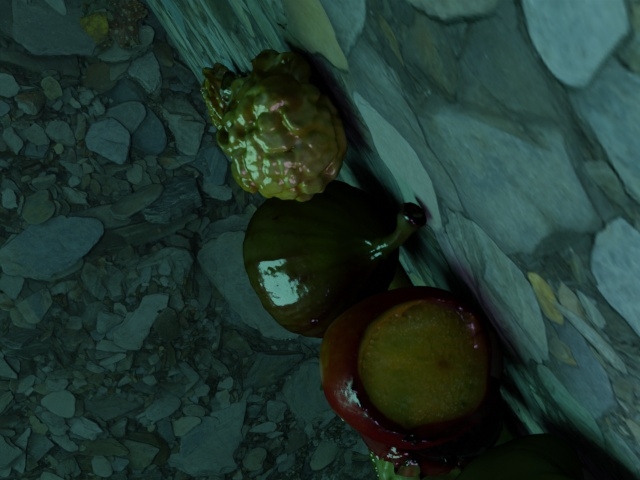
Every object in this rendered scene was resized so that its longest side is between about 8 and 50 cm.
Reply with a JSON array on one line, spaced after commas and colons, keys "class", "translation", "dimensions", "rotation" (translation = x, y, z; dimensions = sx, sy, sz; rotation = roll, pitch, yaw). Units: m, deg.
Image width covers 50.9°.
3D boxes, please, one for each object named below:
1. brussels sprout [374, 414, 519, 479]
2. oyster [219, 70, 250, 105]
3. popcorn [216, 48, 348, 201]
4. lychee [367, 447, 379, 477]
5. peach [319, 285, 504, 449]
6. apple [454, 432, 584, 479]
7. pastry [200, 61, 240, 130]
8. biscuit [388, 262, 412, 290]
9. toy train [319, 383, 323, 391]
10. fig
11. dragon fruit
[{"class": "brussels sprout", "translation": [0.214, 0.365, 1.110], "dimensions": [0.328, 0.247, 0.328], "rotation": [55, -167, -19]}, {"class": "oyster", "translation": [-0.121, -0.241, 1.252], "dimensions": [0.209, 0.072, 0.133], "rotation": [52, 179, 11]}, {"class": "popcorn", "translation": [-0.046, -0.133, 0.793], "dimensions": [0.170, 0.180, 0.180], "rotation": [28, -176, -17]}, {"class": "lychee", "translation": [0.237, 0.472, 1.570], "dimensions": [0.270, 0.269, 0.320], "rotation": [51, 157, 47]}, {"class": "peach", "translation": [0.103, 0.142, 0.765], "dimensions": [0.196, 0.190, 0.226], "rotation": [38, -172, 21]}, {"class": "apple", "translation": [0.248, 0.415, 0.720], "dimensions": [0.311, 0.360, 0.320], "rotation": [8, -178, 37]}, {"class": "pastry", "translation": [-0.191, -0.285, 1.470], "dimensions": [0.154, 0.102, 0.250], "rotation": [53, 174, 7]}, {"class": "biscuit", "translation": [0.087, 0.033, 1.250], "dimensions": [0.359, 0.046, 0.359], "rotation": [55, 177, 4]}, {"class": "toy train", "translation": [0.102, 0.266, 1.597], "dimensions": [0.145, 0.266, 0.202], "rotation": [17, 170, -5]}, {"class": "fig", "translation": [0.028, 0.012, 0.838], "dimensions": [0.217, 0.217, 0.321], "rotation": [55, 157, -7]}, {"class": "dragon fruit", "translation": [0.127, 0.242, 0.943], "dimensions": [0.218, 0.224, 0.148], "rotation": [34, 137, 10]}]
